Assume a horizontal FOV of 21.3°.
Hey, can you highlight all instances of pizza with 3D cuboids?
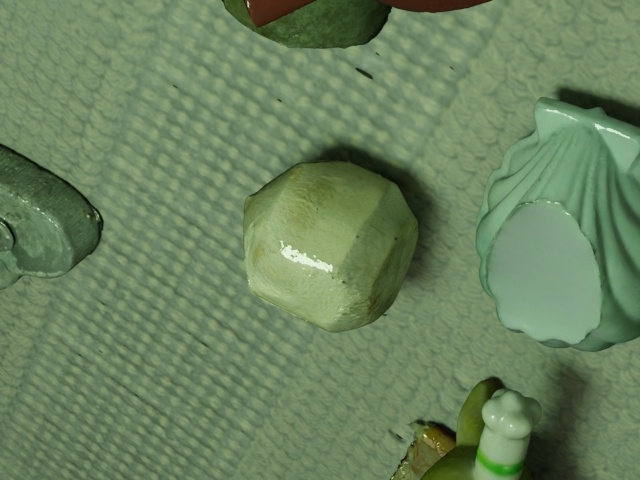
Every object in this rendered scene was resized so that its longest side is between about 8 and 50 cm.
[{"bbox_3d":[0.115,0.289,1.859,0.195,0.052,0.185,-30,103,43],"label":"pizza"}]

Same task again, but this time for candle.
[{"bbox_3d":[-0.348,-0.030,1.900,0.192,0.068,0.168,-14,114,36],"label":"candle"}]

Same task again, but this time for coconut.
[{"bbox_3d":[0.000,0.002,1.629,0.162,0.161,0.161,23,134,19],"label":"coconut"}]

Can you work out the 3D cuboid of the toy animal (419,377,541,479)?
[{"bbox_3d":[0.145,0.295,1.711,0.180,0.181,0.363,-16,116,-6],"label":"toy animal"}]

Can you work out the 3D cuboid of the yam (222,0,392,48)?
[{"bbox_3d":[0.004,-0.286,1.391,0.161,0.161,0.268,29,138,11],"label":"yam"}]

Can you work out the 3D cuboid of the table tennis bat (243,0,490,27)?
[{"bbox_3d":[0.083,-0.246,1.317,0.310,0.038,0.200,-24,137,2],"label":"table tennis bat"}]

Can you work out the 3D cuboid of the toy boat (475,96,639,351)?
[{"bbox_3d":[0.219,0.010,1.527,0.199,0.100,0.290,18,135,21],"label":"toy boat"}]
